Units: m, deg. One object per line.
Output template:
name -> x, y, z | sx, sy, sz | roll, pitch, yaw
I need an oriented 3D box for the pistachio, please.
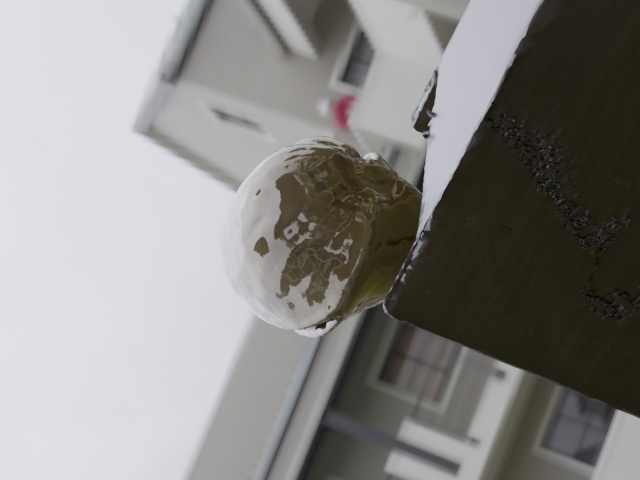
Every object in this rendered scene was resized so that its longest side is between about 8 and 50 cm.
pistachio -> 0.000, 0.000, 0.882 | 0.113, 0.113, 0.149 | -59, 6, -30

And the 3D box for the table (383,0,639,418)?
table -> 0.143, -0.056, 0.599 | 0.169, 0.172, 0.193 | -77, 11, -61
